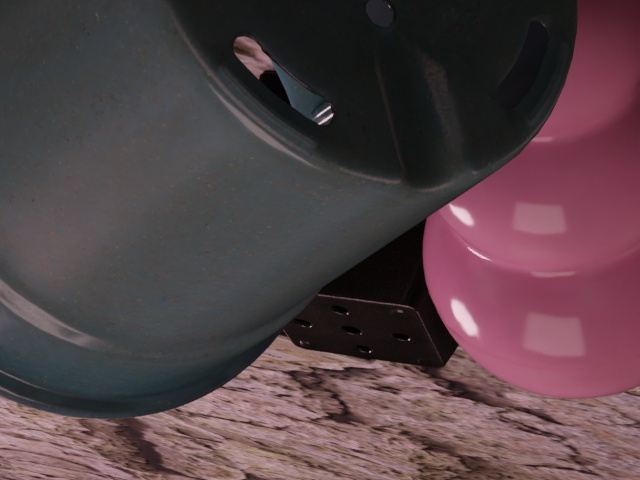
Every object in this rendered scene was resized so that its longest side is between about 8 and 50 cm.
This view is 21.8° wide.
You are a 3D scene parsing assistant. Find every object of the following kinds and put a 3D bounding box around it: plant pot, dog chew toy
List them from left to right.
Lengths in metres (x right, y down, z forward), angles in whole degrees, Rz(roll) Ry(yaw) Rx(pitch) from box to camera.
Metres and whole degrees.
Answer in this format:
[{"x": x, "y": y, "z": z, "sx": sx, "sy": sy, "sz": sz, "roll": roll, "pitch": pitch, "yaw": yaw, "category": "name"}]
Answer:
[{"x": -0.059, "y": -0.100, "z": 0.907, "sx": 0.341, "sy": 0.341, "sz": 0.334, "roll": 25, "pitch": 152, "yaw": -25, "category": "plant pot"}, {"x": 0.043, "y": -0.006, "z": 1.282, "sx": 0.187, "sy": 0.167, "sz": 0.188, "roll": 7, "pitch": 156, "yaw": 18, "category": "plant pot"}, {"x": 0.154, "y": -0.051, "z": 1.064, "sx": 0.206, "sy": 0.206, "sz": 0.332, "roll": 6, "pitch": 138, "yaw": 22, "category": "dog chew toy"}]

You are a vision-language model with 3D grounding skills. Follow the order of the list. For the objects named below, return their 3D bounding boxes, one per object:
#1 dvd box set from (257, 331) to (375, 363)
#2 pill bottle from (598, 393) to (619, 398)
[{"x": -0.196, "y": 0.067, "z": 1.669, "sx": 0.420, "sy": 0.062, "sz": 0.307, "roll": -2, "pitch": 165, "yaw": 39, "category": "dvd box set"}, {"x": 0.224, "y": 0.051, "z": 1.362, "sx": 0.124, "sy": 0.124, "sz": 0.221, "roll": 8, "pitch": 158, "yaw": 16, "category": "pill bottle"}]
